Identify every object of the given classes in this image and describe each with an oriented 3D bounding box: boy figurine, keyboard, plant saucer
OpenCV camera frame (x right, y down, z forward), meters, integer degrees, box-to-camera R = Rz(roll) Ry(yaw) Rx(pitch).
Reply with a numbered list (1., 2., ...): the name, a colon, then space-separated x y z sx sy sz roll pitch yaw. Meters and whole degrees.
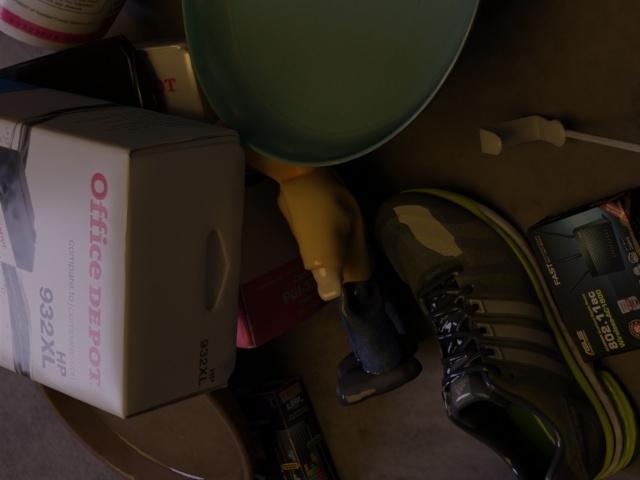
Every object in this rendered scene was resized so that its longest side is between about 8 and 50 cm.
1. boy figurine: 0.000 0.000 1.126 0.092 0.177 0.285 -24 106 7
2. keyboard: -0.251 -0.072 1.235 0.317 0.033 0.201 -6 98 43
3. plant saucer: -0.177 0.166 1.308 0.278 0.041 0.278 23 140 21
4. plant saucer: 0.011 -0.215 1.017 0.318 0.044 0.317 -1 88 42

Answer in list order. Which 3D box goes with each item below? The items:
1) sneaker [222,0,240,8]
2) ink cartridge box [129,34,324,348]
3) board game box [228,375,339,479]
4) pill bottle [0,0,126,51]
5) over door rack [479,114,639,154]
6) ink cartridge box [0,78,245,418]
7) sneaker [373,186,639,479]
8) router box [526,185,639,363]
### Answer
1. sneaker: -0.026 -0.203 1.135 0.185 0.069 0.084 44 125 8
2. ink cartridge box: -0.129 -0.052 1.240 0.207 0.117 0.283 2 109 41
3. board game box: -0.070 0.222 1.354 0.170 0.048 0.141 -15 99 42
4. pill bottle: -0.204 -0.319 1.161 0.160 0.160 0.283 50 128 12
5. over door rack: 0.248 -0.170 0.903 0.324 0.108 0.239 14 117 51
6. ink cartridge box: -0.223 -0.004 1.116 0.307 0.129 0.223 15 109 37
7. sneaker: 0.139 0.084 1.073 0.300 0.121 0.111 52 131 10
8. router box: 0.230 0.028 1.031 0.092 0.038 0.122 -22 93 43
